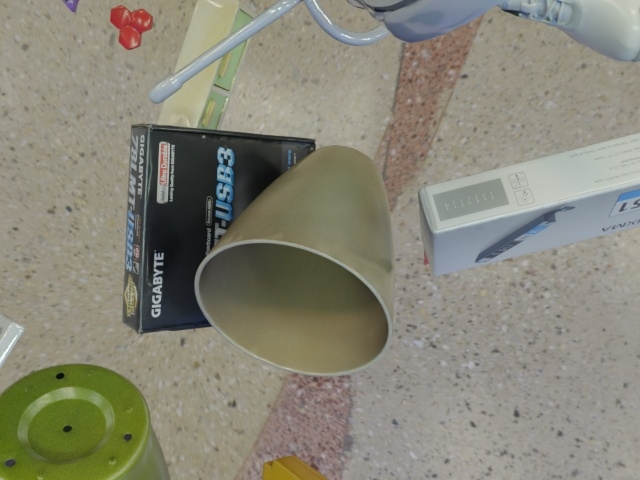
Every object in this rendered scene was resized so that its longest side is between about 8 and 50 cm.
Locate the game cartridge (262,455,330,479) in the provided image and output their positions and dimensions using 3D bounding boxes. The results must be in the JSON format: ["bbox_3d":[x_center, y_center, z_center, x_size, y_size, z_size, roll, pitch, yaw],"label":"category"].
[{"bbox_3d":[0.000,0.475,0.867,0.052,0.285,0.324,3,95,-35],"label":"game cartridge"}]

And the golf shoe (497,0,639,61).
[{"bbox_3d":[0.181,-0.189,0.533,0.086,0.069,0.176,-26,55,-14],"label":"golf shoe"}]

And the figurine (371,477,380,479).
[{"bbox_3d":[0.165,0.456,0.977,0.209,0.215,0.092,32,89,-22],"label":"figurine"}]

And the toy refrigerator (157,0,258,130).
[{"bbox_3d":[-0.214,-0.332,1.309,0.094,0.102,0.270,23,98,14],"label":"toy refrigerator"}]

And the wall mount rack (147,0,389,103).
[{"bbox_3d":[-0.089,-0.310,0.642,0.304,0.130,0.350,-40,108,-19],"label":"wall mount rack"}]

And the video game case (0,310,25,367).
[{"bbox_3d":[-0.455,0.180,0.860,0.022,0.173,0.190,36,72,-30],"label":"video game case"}]

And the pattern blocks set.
[{"bbox_3d":[-0.362,-0.550,1.223,0.285,0.026,0.325,35,104,-3],"label":"pattern blocks set"}]

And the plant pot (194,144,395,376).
[{"bbox_3d":[0.000,0.000,0.928,0.256,0.256,0.274,30,47,-8],"label":"plant pot"}]

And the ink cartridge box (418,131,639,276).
[{"bbox_3d":[0.273,-0.021,0.827,0.296,0.261,0.066,-14,66,4],"label":"ink cartridge box"}]

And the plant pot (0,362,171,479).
[{"bbox_3d":[-0.397,0.396,1.082,0.366,0.366,0.353,5,128,-12],"label":"plant pot"}]

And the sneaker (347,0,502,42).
[{"bbox_3d":[0.038,-0.182,0.393,0.094,0.258,0.091,-47,117,2],"label":"sneaker"}]

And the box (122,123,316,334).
[{"bbox_3d":[-0.147,-0.019,1.027,0.293,0.073,0.296,-1,99,-41],"label":"box"}]
